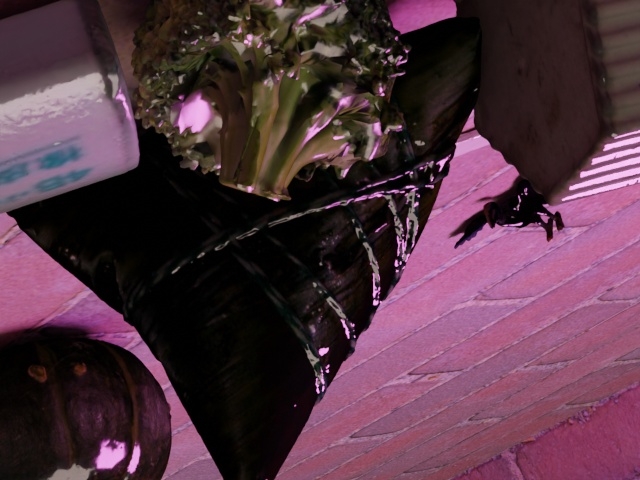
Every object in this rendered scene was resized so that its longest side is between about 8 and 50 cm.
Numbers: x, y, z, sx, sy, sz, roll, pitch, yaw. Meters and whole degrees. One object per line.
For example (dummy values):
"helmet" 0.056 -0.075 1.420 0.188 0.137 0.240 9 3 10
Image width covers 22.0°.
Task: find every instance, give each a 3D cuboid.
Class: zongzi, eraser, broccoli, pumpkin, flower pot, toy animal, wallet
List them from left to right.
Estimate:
"eraser" -0.276 -0.066 1.146 0.290 0.104 0.189 -20 166 -7
"pumpkin" -0.306 0.233 1.834 0.300 0.207 0.300 -13 156 -6
"broccoli" -0.035 -0.117 1.155 0.198 0.176 0.226 1 -167 0
"zongzi" -0.027 0.036 1.344 0.383 0.362 0.319 -18 151 -18
"wallet" 0.164 -0.106 1.722 0.083 0.011 0.044 -20 163 -5
"toy animal" 0.239 -0.036 1.972 0.108 0.062 0.220 7 152 -24
"flower pot" 0.239 -0.160 1.313 0.189 0.239 0.209 -14 132 -21
